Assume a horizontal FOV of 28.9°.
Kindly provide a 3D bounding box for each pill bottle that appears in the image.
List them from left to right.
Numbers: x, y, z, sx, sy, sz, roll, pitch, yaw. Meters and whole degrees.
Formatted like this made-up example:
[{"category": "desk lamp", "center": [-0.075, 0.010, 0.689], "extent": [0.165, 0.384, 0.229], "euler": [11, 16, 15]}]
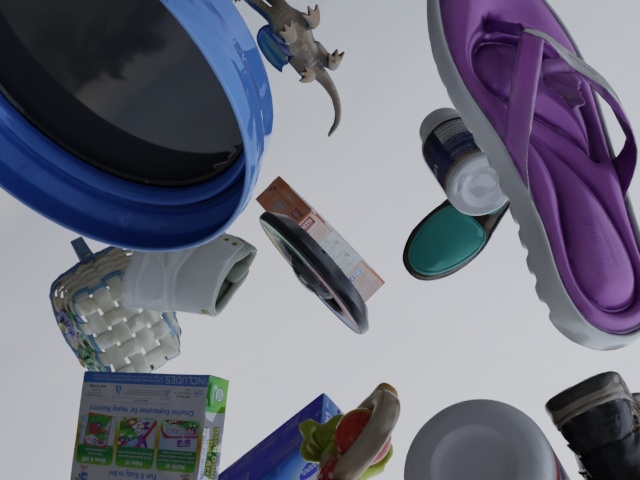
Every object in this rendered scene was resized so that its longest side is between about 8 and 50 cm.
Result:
[{"category": "pill bottle", "center": [0.191, -0.113, 1.677], "extent": [0.094, 0.094, 0.169], "euler": [-44, -148, 13]}, {"category": "pill bottle", "center": [0.229, 0.331, 1.565], "extent": [0.181, 0.323, 0.182], "euler": [-9, -119, 17]}]

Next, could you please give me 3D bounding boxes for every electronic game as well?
[{"category": "electronic game", "center": [-0.010, 0.047, 1.803], "extent": [0.048, 0.229, 0.229], "euler": [-41, -162, -8]}]

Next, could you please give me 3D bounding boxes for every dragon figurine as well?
[{"category": "dragon figurine", "center": [-0.041, -0.306, 1.917], "extent": [0.085, 0.289, 0.144], "euler": [-39, -145, -9]}]

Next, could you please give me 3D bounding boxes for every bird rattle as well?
[{"category": "bird rattle", "center": [0.033, 0.295, 1.737], "extent": [0.207, 0.143, 0.253], "euler": [-53, 176, 17]}]

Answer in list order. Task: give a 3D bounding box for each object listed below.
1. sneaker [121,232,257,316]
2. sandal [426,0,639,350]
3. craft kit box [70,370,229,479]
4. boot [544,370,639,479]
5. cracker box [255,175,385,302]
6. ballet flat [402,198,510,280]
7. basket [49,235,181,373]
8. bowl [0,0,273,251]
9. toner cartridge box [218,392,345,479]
[{"category": "sneaker", "center": [-0.165, -0.009, 1.823], "extent": [0.108, 0.169, 0.293], "euler": [82, 20, -54]}, {"category": "sandal", "center": [0.236, -0.104, 1.185], "extent": [0.169, 0.416, 0.102], "euler": [-15, 169, -32]}, {"category": "craft kit box", "center": [-0.259, 0.320, 1.834], "extent": [0.249, 0.061, 0.247], "euler": [-2, -106, 33]}, {"category": "boot", "center": [0.427, 0.334, 1.585], "extent": [0.138, 0.377, 0.284], "euler": [-30, -119, 12]}, {"category": "cracker box", "center": [0.000, 0.000, 2.237], "extent": [0.067, 0.232, 0.156], "euler": [-45, -144, 2]}, {"category": "ballet flat", "center": [0.219, -0.031, 1.844], "extent": [0.280, 0.095, 0.096], "euler": [-43, 177, -20]}, {"category": "basket", "center": [-0.372, 0.124, 2.230], "extent": [0.201, 0.255, 0.289], "euler": [-28, -166, -8]}, {"category": "bowl", "center": [-0.220, -0.155, 1.131], "extent": [0.391, 0.391, 0.077], "euler": [-26, -155, 49]}, {"category": "toner cartridge box", "center": [-0.103, 0.448, 2.357], "extent": [0.348, 0.075, 0.165], "euler": [-39, -166, 15]}]
